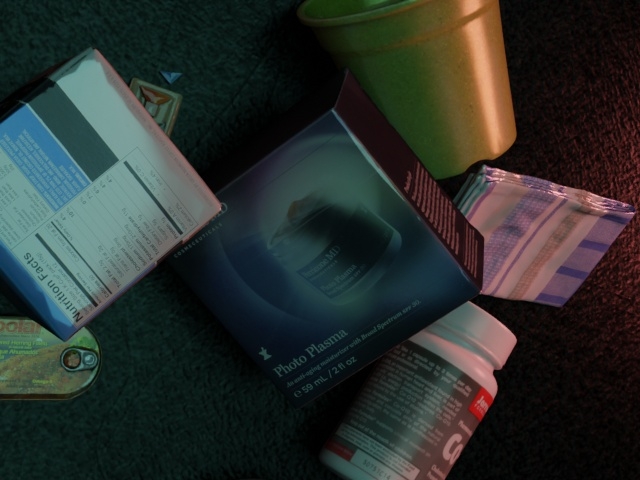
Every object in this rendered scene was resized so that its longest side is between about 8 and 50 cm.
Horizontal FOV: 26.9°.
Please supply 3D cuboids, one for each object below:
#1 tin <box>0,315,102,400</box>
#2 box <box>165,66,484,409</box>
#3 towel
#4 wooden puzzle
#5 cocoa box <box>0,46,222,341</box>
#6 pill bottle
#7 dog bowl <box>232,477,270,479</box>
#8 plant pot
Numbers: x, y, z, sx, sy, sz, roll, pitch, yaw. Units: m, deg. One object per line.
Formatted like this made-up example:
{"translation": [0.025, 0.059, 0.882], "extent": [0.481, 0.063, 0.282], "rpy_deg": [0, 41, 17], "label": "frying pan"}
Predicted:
{"translation": [-0.371, 0.146, 1.680], "extent": [0.190, 0.040, 0.106], "rpy_deg": [4, 94, -20], "label": "tin"}
{"translation": [0.000, 0.000, 1.670], "extent": [0.296, 0.183, 0.294], "rpy_deg": [-35, 104, 20], "label": "box"}
{"translation": [0.277, 0.004, 1.833], "extent": [0.285, 0.034, 0.209], "rpy_deg": [11, 127, -31], "label": "towel"}
{"translation": [-0.221, -0.168, 1.737], "extent": [0.079, 0.014, 0.116], "rpy_deg": [12, 87, -20], "label": "wooden puzzle"}
{"translation": [-0.307, -0.053, 1.531], "extent": [0.228, 0.347, 0.231], "rpy_deg": [-42, 105, -14], "label": "cocoa box"}
{"translation": [0.136, 0.218, 1.800], "extent": [0.161, 0.161, 0.283], "rpy_deg": [36, 80, -17], "label": "pill bottle"}
{"translation": [-0.086, 0.452, 1.756], "extent": [0.265, 0.104, 0.265], "rpy_deg": [0, 91, -20], "label": "dog bowl"}
{"translation": [0.139, -0.225, 1.757], "extent": [0.276, 0.276, 0.254], "rpy_deg": [-27, 112, -17], "label": "plant pot"}
